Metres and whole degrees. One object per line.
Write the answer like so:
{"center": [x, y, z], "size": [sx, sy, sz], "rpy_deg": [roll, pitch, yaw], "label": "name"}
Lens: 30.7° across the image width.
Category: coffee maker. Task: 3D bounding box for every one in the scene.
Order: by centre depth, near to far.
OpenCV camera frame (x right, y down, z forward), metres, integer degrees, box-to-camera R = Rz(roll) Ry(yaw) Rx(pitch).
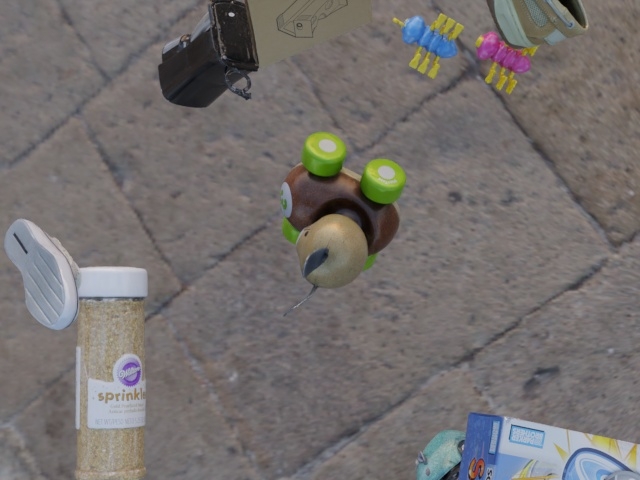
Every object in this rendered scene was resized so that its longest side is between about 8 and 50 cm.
{"center": [-0.186, -0.287, 1.916], "size": [0.178, 0.120, 0.171], "rpy_deg": [-30, 41, 49], "label": "coffee maker"}

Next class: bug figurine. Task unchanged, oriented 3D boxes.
{"center": [0.248, -0.343, 1.665], "size": [0.216, 0.072, 0.279], "rpy_deg": [31, 107, -12], "label": "bug figurine"}

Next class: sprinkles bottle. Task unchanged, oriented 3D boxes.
{"center": [-0.352, 0.223, 1.955], "size": [0.121, 0.121, 0.356], "rpy_deg": [-1, 87, 22], "label": "sprinkles bottle"}

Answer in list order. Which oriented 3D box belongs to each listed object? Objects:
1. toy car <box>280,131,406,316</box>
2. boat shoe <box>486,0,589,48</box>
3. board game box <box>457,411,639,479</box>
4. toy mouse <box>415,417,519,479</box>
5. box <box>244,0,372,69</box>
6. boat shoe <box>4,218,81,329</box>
{"center": [0.000, 0.000, 1.351], "size": [0.149, 0.188, 0.155], "rpy_deg": [25, 138, 6], "label": "toy car"}
{"center": [0.141, -0.220, 0.815], "size": [0.072, 0.190, 0.068], "rpy_deg": [2, 50, 39], "label": "boat shoe"}
{"center": [0.156, 0.170, 0.575], "size": [0.201, 0.035, 0.136], "rpy_deg": [14, 81, -21], "label": "board game box"}
{"center": [0.092, 0.177, 0.890], "size": [0.143, 0.161, 0.031], "rpy_deg": [-47, 67, 4], "label": "toy mouse"}
{"center": [-0.015, -0.358, 1.776], "size": [0.201, 0.164, 0.021], "rpy_deg": [-26, 57, -11], "label": "box"}
{"center": [-0.360, 0.045, 1.588], "size": [0.083, 0.075, 0.226], "rpy_deg": [-52, 44, 15], "label": "boat shoe"}
